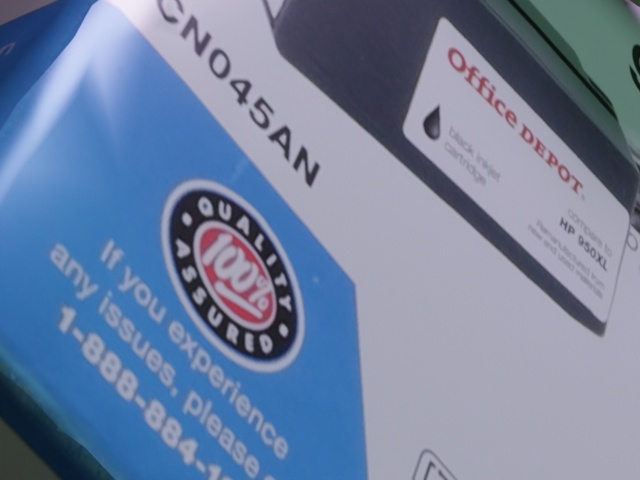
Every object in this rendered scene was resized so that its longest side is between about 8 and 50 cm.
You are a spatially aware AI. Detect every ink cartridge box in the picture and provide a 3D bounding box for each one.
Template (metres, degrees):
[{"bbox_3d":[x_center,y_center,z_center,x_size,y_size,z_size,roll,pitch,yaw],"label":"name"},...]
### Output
[{"bbox_3d":[0.000,0.000,0.552,0.285,0.166,0.395,51,38,-25],"label":"ink cartridge box"}]

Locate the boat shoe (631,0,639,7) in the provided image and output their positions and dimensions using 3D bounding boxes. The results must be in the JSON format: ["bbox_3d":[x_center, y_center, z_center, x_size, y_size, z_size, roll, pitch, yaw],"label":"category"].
[{"bbox_3d":[0.101,-0.107,0.556,0.133,0.049,0.042,32,54,-35],"label":"boat shoe"}]
